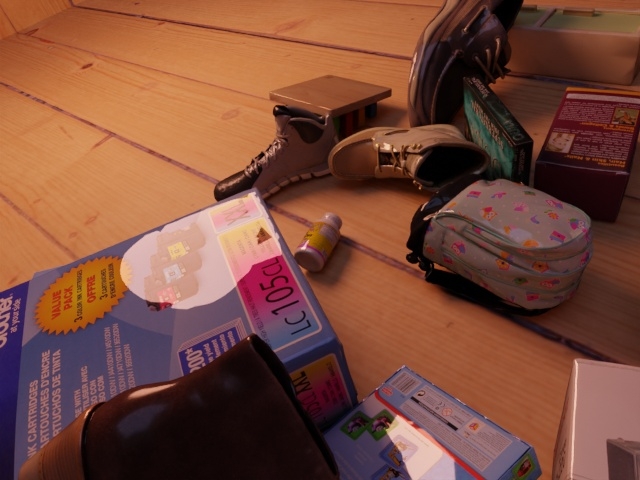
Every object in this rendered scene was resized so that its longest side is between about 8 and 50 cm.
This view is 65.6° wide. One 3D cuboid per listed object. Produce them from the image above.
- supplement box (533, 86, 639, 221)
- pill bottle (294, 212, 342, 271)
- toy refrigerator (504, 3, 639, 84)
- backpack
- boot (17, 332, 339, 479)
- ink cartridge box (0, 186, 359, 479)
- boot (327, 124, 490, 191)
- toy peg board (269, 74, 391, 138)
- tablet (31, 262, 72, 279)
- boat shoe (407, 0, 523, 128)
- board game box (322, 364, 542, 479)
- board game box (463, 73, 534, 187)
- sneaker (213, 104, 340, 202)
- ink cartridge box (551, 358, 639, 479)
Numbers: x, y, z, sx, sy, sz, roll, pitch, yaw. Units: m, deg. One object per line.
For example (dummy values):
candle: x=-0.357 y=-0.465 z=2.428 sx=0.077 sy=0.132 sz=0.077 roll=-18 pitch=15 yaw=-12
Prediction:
supplement box: x=0.361 y=-0.121 z=0.667 sx=0.104 sy=0.081 sz=0.188 roll=14 pitch=51 yaw=29
pill bottle: x=0.000 y=0.000 z=0.681 sx=0.043 sy=0.043 sz=0.083 roll=10 pitch=48 yaw=26
toy refrigerator: x=0.428 y=-0.360 z=0.887 sx=0.269 sy=0.094 sz=0.102 roll=22 pitch=55 yaw=35
backpack: x=0.207 y=0.000 z=0.566 sx=0.152 sy=0.115 sz=0.182 roll=-36 pitch=48 yaw=-23
boot: x=-0.078 y=0.213 z=0.346 sx=0.207 sy=0.248 sz=0.090 roll=-27 pitch=-1 yaw=6
ink cartridge box: x=-0.193 y=0.134 z=0.529 sx=0.395 sy=0.151 sz=0.270 roll=-25 pitch=43 yaw=-7
boot: x=0.115 y=-0.114 z=0.706 sx=0.213 sy=0.077 sz=0.165 roll=-8 pitch=21 yaw=4
toy peg board: x=0.018 y=-0.239 z=0.918 sx=0.161 sy=0.079 sz=0.161 roll=27 pitch=42 yaw=36
tablet: x=-0.415 y=0.061 z=0.776 sx=0.083 sy=0.006 sz=0.054 roll=-14 pitch=43 yaw=4
boat shoe: x=0.247 y=-0.318 z=0.819 sx=0.130 sy=0.132 sz=0.355 roll=15 pitch=75 yaw=29
board game box: x=0.047 y=0.210 z=0.413 sx=0.211 sy=0.039 sz=0.160 roll=-34 pitch=24 yaw=-19
board game box: x=0.238 y=-0.130 z=0.683 sx=0.026 sy=0.126 sz=0.186 roll=-13 pitch=42 yaw=4
sneaker: x=-0.079 y=-0.148 z=0.795 sx=0.229 sy=0.132 sz=0.086 roll=-23 pitch=43 yaw=-7
ink cartridge box: x=0.194 y=0.212 z=0.314 sx=0.092 sy=0.158 sz=0.218 roll=8 pitch=48 yaw=25
